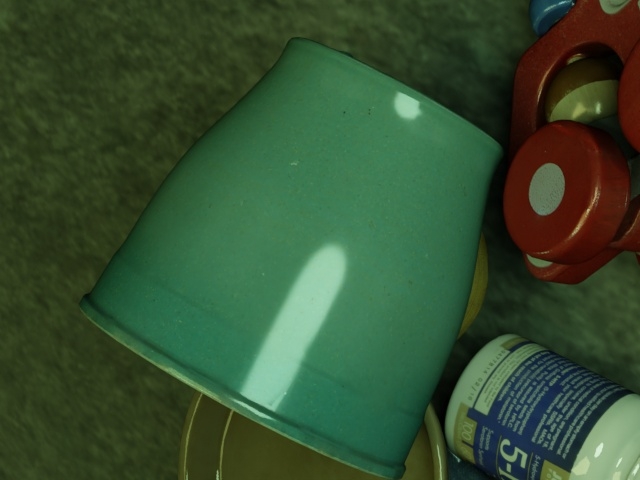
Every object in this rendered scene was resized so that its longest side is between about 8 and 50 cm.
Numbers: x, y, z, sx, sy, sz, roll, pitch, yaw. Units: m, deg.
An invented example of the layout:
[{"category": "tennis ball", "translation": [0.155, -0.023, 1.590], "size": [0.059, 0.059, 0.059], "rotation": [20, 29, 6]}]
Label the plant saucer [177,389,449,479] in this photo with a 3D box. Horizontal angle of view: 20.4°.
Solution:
[{"category": "plant saucer", "translation": [-0.004, 0.196, 1.477], "size": [0.277, 0.041, 0.278], "rotation": [-3, 84, 37]}]

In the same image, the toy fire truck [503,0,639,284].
[{"category": "toy fire truck", "translation": [0.239, -0.116, 1.258], "size": [0.302, 0.169, 0.254], "rotation": [-42, 47, 41]}]

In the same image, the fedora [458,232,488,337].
[{"category": "fedora", "translation": [0.065, 0.003, 1.479], "size": [0.194, 0.079, 0.194], "rotation": [10, 109, 32]}]

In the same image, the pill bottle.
[{"category": "pill bottle", "translation": [0.200, 0.158, 1.383], "size": [0.186, 0.112, 0.112], "rotation": [26, 118, 34]}]

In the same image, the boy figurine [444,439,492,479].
[{"category": "boy figurine", "translation": [0.049, 0.169, 1.535], "size": [0.285, 0.092, 0.177], "rotation": [41, 129, 23]}]

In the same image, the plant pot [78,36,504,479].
[{"category": "plant pot", "translation": [0.000, 0.000, 1.321], "size": [0.271, 0.271, 0.255], "rotation": [28, 90, 33]}]
